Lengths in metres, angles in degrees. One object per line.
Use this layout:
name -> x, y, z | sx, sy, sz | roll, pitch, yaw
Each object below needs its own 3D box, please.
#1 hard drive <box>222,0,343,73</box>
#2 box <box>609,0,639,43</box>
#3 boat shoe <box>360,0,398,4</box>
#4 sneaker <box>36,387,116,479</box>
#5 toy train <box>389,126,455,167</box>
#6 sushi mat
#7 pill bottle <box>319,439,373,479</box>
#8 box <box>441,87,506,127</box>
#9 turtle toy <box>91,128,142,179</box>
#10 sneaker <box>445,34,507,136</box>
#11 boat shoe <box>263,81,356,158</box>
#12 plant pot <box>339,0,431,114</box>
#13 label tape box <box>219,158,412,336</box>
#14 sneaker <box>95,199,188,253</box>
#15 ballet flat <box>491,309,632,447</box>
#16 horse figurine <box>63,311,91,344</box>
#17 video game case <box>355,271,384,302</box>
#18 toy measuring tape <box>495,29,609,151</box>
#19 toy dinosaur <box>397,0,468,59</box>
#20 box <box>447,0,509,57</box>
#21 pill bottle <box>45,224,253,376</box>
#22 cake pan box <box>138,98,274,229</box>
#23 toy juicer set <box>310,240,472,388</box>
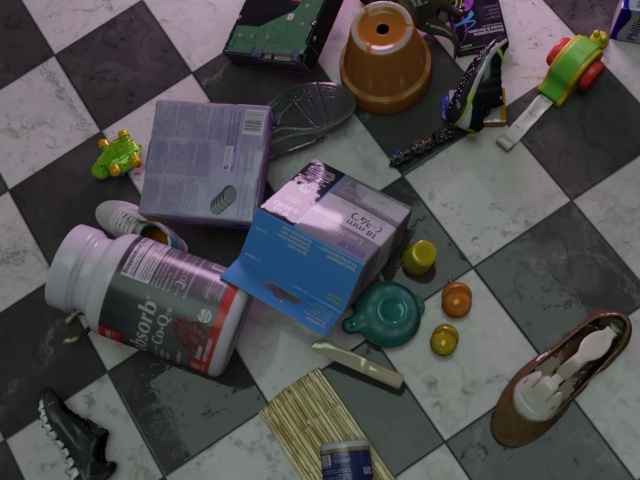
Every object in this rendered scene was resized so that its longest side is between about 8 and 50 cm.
hard drive -> -0.058, -0.544, 1.749 | 0.236, 0.064, 0.339 | 14, 76, 35
box -> 0.697, -0.476, 1.642 | 0.137, 0.126, 0.072 | 13, 77, 12
boat shoe -> 0.170, -0.690, 1.792 | 0.119, 0.122, 0.324 | 9, 83, 4
sneaker -> -0.482, 0.387, 1.557 | 0.106, 0.078, 0.234 | -30, 75, -5
toy train -> 0.215, -0.202, 1.672 | 0.158, 0.027, 0.036 | -27, 68, -2
sushi mat -> 0.023, 0.415, 1.508 | 0.151, 0.019, 0.316 | -35, 72, -5
pill bottle -> 0.053, 0.458, 1.430 | 0.094, 0.094, 0.169 | -8, 72, 5
box -> 0.331, -0.286, 1.684 | 0.136, 0.028, 0.081 | -1, 73, 10
turtle toy -> -0.454, -0.181, 1.734 | 0.130, 0.066, 0.095 | -26, 71, -1
sneaker -> 0.350, -0.323, 1.651 | 0.097, 0.084, 0.235 | 32, 79, -8
boat shoe -> -0.075, -0.246, 1.694 | 0.320, 0.103, 0.118 | -26, 73, -4
plant pot -> 0.136, -0.402, 1.661 | 0.205, 0.188, 0.205 | -2, 73, 7
label tape box -> 0.000, 0.000, 1.509 | 0.240, 0.106, 0.334 | 28, 43, 15
sneaker -> -0.390, -0.029, 1.664 | 0.228, 0.092, 0.087 | 26, 79, 16
ballet flat -> 0.453, 0.248, 1.448 | 0.342, 0.124, 0.116 | -39, 72, -5
horse figurine -> -0.468, 0.106, 1.646 | 0.174, 0.066, 0.263 | -15, 72, 4
video game case -> 0.077, 0.063, 1.616 | 0.087, 0.011, 0.122 | -22, 71, 0
toy measuring tape -> 0.493, -0.329, 1.630 | 0.121, 0.121, 0.330 | 43, 82, 17
toy dinosaur -> 0.225, -0.545, 1.704 | 0.160, 0.121, 0.314 | -16, 105, -8
box -> 0.350, -0.497, 1.746 | 0.116, 0.029, 0.162 | -10, 73, 5
pill bottle -> -0.327, 0.110, 1.516 | 0.362, 0.210, 0.210 | 20, 76, 1
cake pan box -> -0.231, -0.162, 1.597 | 0.245, 0.070, 0.267 | 4, 77, 6
toy juicer set -> 0.161, 0.171, 1.538 | 0.209, 0.089, 0.329 | 44, 74, 5
